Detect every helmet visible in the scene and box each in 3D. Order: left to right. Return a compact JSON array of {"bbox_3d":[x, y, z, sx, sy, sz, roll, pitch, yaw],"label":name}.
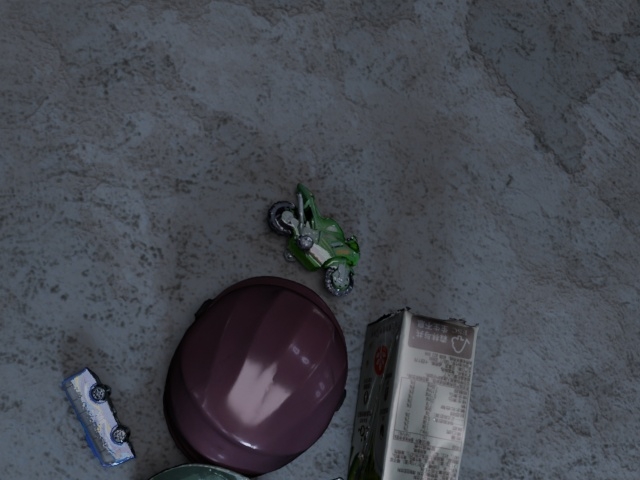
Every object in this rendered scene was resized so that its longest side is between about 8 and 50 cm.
[{"bbox_3d":[-0.082,0.193,1.457,0.271,0.197,0.338,38,71,-2],"label":"helmet"}]

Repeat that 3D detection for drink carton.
[{"bbox_3d":[0.136,0.282,1.496,0.132,0.194,0.325,13,75,-11],"label":"drink carton"}]

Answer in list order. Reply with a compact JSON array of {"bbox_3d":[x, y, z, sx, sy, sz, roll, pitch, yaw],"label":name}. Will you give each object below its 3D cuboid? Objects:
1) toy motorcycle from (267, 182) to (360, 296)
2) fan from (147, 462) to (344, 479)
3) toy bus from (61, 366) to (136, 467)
[{"bbox_3d":[0.000,0.000,1.591,0.190,0.074,0.106,48,60,0],"label":"toy motorcycle"},{"bbox_3d":[-0.122,0.425,1.412,0.294,0.012,0.223,6,109,-1],"label":"fan"},{"bbox_3d":[-0.327,0.263,1.446,0.061,0.051,0.153,-26,86,-7],"label":"toy bus"}]
